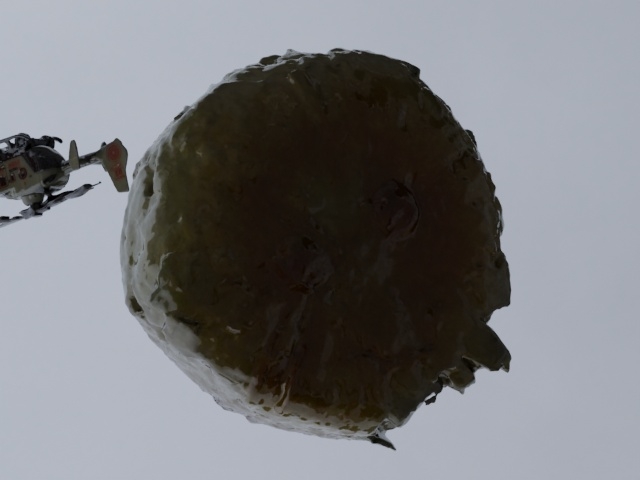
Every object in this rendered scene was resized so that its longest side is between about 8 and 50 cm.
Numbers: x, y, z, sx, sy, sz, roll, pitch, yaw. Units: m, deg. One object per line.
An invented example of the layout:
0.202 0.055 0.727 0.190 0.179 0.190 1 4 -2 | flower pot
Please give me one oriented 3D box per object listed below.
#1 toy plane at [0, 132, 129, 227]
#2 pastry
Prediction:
-0.156 -0.038 1.003 0.031 0.121 0.049 1 -104 -56 | toy plane
0.000 0.000 1.387 0.330 0.136 0.329 1 -93 -25 | pastry
